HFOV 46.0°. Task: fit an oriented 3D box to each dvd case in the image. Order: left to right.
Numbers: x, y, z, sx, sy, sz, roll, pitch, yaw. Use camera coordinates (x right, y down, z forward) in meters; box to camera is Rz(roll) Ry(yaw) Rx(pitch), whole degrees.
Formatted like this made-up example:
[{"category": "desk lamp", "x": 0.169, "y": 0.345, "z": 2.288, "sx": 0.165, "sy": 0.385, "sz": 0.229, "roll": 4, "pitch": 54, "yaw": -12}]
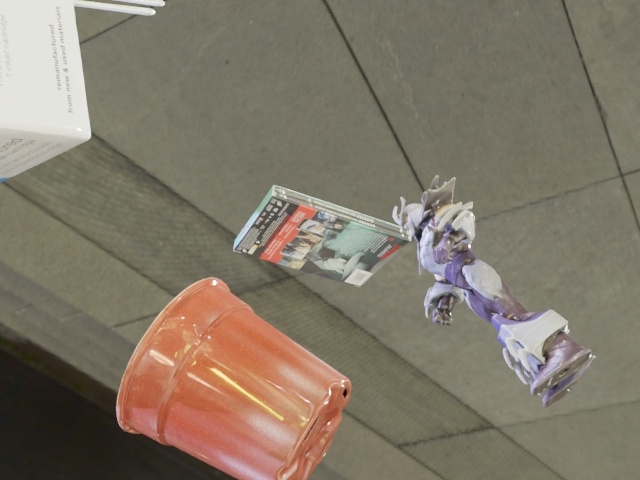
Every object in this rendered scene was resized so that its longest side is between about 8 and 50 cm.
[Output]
[{"category": "dvd case", "x": 0.000, "y": 0.000, "z": 0.608, "sx": 0.119, "sy": 0.013, "sz": 0.087, "roll": 18, "pitch": 144, "yaw": -18}]

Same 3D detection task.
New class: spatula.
[{"category": "spatula", "x": -0.338, "y": -0.378, "z": 1.151, "sx": 0.242, "sy": 0.168, "sz": 0.019, "roll": 9, "pitch": 119, "yaw": 11}]

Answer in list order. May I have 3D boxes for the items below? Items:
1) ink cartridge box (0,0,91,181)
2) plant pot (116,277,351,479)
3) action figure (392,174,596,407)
[{"category": "ink cartridge box", "x": -0.451, "y": -0.139, "z": 0.640, "sx": 0.285, "sy": 0.395, "sz": 0.166, "roll": -15, "pitch": 82, "yaw": 36}, {"category": "plant pot", "x": -0.114, "y": 0.236, "z": 1.138, "sx": 0.265, "sy": 0.272, "sz": 0.272, "roll": 27, "pitch": 133, "yaw": 18}, {"category": "action figure", "x": 0.169, "y": 0.047, "z": 0.827, "sx": 0.099, "sy": 0.285, "sz": 0.185, "roll": -35, "pitch": 148, "yaw": -9}]
